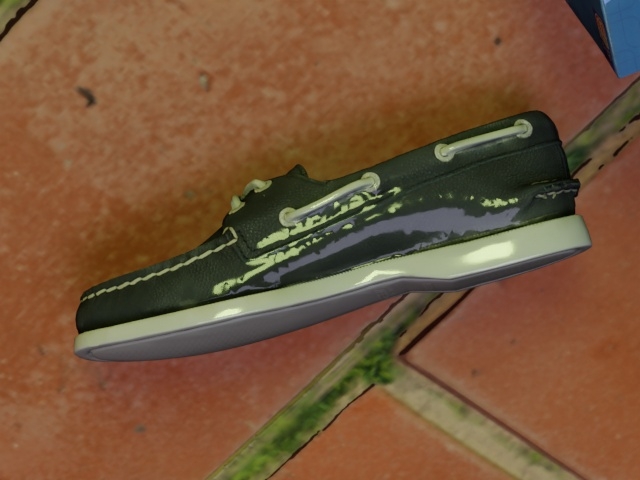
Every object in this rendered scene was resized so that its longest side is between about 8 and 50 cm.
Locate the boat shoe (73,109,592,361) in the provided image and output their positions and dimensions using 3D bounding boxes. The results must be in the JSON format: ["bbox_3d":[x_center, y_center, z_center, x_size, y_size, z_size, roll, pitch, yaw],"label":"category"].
[{"bbox_3d":[0.000,0.000,0.933,0.302,0.091,0.114,-13,170,-6],"label":"boat shoe"}]

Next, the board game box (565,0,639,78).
[{"bbox_3d":[0.178,-0.172,0.777,0.160,0.210,0.047,-21,126,1],"label":"board game box"}]
